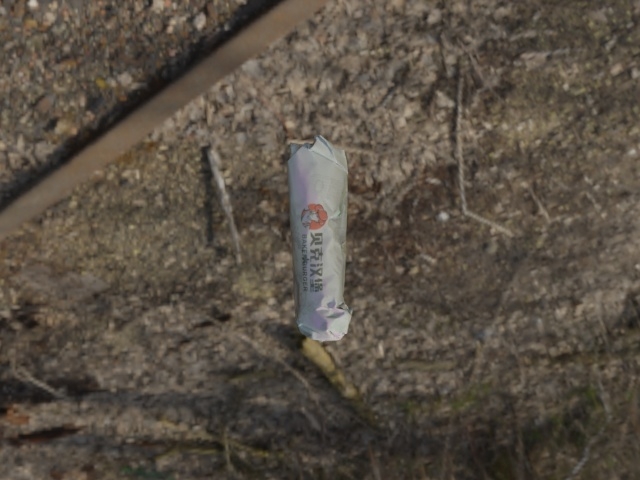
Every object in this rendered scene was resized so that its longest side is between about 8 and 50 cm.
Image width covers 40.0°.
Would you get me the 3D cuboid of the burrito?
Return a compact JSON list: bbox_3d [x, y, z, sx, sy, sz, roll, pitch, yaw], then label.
[{"bbox_3d":[0.000,0.000,0.868,0.064,0.203,0.064,-3,-178,0],"label":"burrito"}]
